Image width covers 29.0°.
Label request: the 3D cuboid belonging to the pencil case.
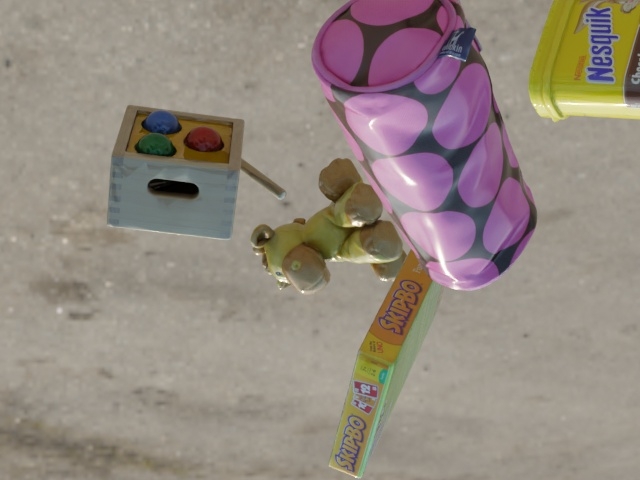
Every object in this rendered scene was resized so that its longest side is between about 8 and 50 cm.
[{"bbox_3d":[0.074,-0.061,0.760,0.095,0.098,0.209,26,159,35],"label":"pencil case"}]

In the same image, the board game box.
[{"bbox_3d":[0.072,0.063,1.013,0.039,0.259,0.124,21,127,12],"label":"board game box"}]

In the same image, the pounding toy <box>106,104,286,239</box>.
[{"bbox_3d":[-0.121,-0.093,1.316,0.181,0.206,0.094,7,119,-5],"label":"pounding toy"}]

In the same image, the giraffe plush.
[{"bbox_3d":[0.000,0.000,1.660,0.170,0.181,0.210,-31,-159,-4],"label":"giraffe plush"}]

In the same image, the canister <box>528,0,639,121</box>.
[{"bbox_3d":[0.301,-0.175,1.187,0.170,0.126,0.073,8,158,33],"label":"canister"}]
